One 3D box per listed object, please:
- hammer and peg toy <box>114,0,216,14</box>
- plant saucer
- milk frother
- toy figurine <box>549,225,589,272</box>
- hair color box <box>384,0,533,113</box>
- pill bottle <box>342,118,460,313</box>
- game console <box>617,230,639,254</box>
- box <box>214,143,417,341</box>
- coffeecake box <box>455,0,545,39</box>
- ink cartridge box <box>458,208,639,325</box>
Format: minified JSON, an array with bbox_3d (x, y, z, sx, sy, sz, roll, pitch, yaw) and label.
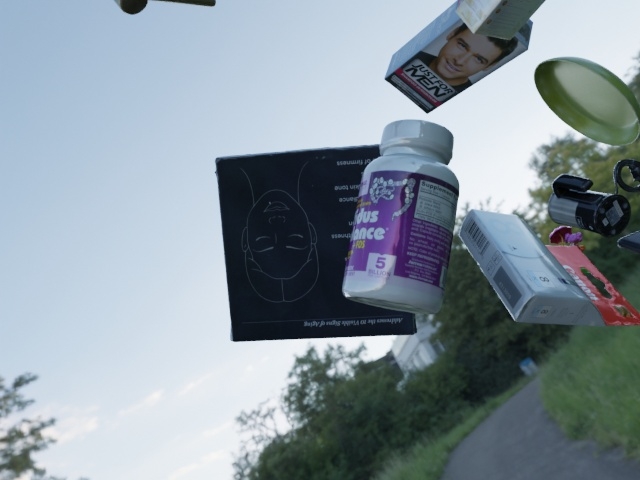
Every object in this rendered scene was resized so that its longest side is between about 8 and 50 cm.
[{"bbox_3d":[-0.254,-0.589,0.938,0.361,0.127,0.266,-49,-12,26],"label":"hammer and peg toy"},{"bbox_3d":[0.535,-0.284,1.031,0.037,0.241,0.241,-48,-28,2],"label":"plant saucer"},{"bbox_3d":[0.554,-0.092,1.036,0.143,0.135,0.129,-24,-71,-9],"label":"milk frother"},{"bbox_3d":[0.838,0.028,1.755,0.130,0.160,0.173,14,-13,-37],"label":"toy figurine"},{"bbox_3d":[0.372,-0.525,1.447,0.185,0.114,0.374,31,-29,-21],"label":"hair color box"},{"bbox_3d":[0.141,-0.039,0.869,0.169,0.302,0.169,10,-11,2],"label":"pill bottle"},{"bbox_3d":[0.433,0.024,0.601,0.122,0.107,0.071,-19,-71,-11],"label":"game console"},{"bbox_3d":[0.000,0.000,1.395,0.478,0.473,0.297,-3,5,6],"label":"box"},{"bbox_3d":[0.366,-0.473,0.958,0.142,0.068,0.185,-13,-25,-41],"label":"coffeecake box"},{"bbox_3d":[0.563,0.063,1.233,0.384,0.308,0.091,4,-54,-18],"label":"ink cartridge box"}]
